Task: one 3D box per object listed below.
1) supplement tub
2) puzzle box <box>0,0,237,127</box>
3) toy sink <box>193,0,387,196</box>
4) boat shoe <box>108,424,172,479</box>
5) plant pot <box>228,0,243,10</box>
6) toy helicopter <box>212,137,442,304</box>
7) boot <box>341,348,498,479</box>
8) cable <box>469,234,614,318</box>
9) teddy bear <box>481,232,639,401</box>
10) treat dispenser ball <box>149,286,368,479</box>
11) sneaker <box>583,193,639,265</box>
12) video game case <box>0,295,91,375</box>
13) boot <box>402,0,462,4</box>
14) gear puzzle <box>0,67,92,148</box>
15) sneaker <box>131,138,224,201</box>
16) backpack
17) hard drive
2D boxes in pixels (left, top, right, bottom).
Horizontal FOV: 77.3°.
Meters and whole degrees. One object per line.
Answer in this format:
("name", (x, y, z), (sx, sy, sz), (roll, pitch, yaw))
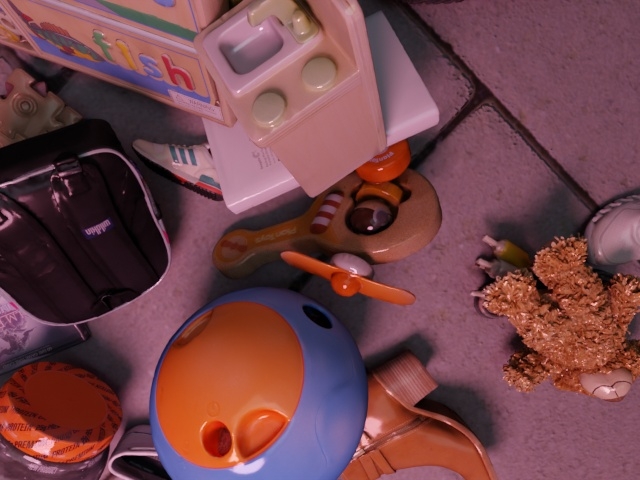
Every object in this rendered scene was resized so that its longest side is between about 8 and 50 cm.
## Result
("supplement tub", (-0.458, 0.359, 0.572), (0.207, 0.207, 0.338), (38, 90, -6))
("puzzle box", (-0.297, -0.297, 0.472), (0.410, 0.272, 0.052), (21, 70, 5))
("toy sink", (-0.032, -0.169, 0.429), (0.131, 0.234, 0.152), (-34, 72, 4))
("boat shoe", (-0.215, 0.387, 0.654), (0.259, 0.084, 0.095), (17, 93, -5))
("plant pot", (-0.156, -0.475, 0.487), (0.353, 0.366, 0.366), (23, 92, 6))
("toy helicopter", (0.000, 0.000, 0.593), (0.356, 0.140, 0.234), (-16, 52, 14))
("boot", (0.141, 0.352, 0.665), (0.220, 0.109, 0.283), (-37, 94, -2))
("cable", (0.382, 0.088, 0.683), (0.288, 0.072, 0.139), (14, 92, -5))
("teddy bear", (0.398, 0.143, 0.630), (0.245, 0.113, 0.337), (-25, 111, -3))
("treat dispenser ball", (-0.080, 0.208, 0.549), (0.289, 0.288, 0.287), (0, 94, -4))
("sneaker", (0.590, -0.033, 0.670), (0.293, 0.118, 0.109), (-21, 97, -1))
("video game case", (-0.516, 0.074, 0.615), (0.196, 0.026, 0.274), (-22, 105, -3))
("boot", (0.227, -0.609, 0.578), (0.368, 0.146, 0.444), (-11, 99, -13))
("gear puzzle", (-0.482, -0.077, 0.622), (0.175, 0.044, 0.339), (39, 94, -14))
("sneaker", (-0.212, -0.128, 0.637), (0.162, 0.057, 0.075), (27, 75, -5))
("backpack", (-0.336, -0.016, 0.545), (0.225, 0.191, 0.253), (-29, 134, -19))
("hard drive", (-0.017, -0.187, 0.582), (0.308, 0.040, 0.202), (-23, 67, 7))
